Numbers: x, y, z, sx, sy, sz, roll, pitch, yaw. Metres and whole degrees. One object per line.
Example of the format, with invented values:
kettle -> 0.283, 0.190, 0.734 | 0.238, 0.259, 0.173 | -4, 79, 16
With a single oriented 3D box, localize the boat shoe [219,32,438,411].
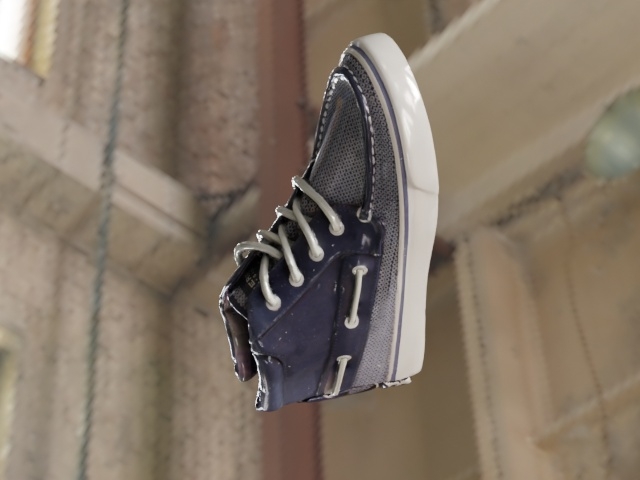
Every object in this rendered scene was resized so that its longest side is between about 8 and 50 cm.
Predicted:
boat shoe -> 0.000, 0.000, 1.483 | 0.158, 0.340, 0.127 | -16, -144, -19
